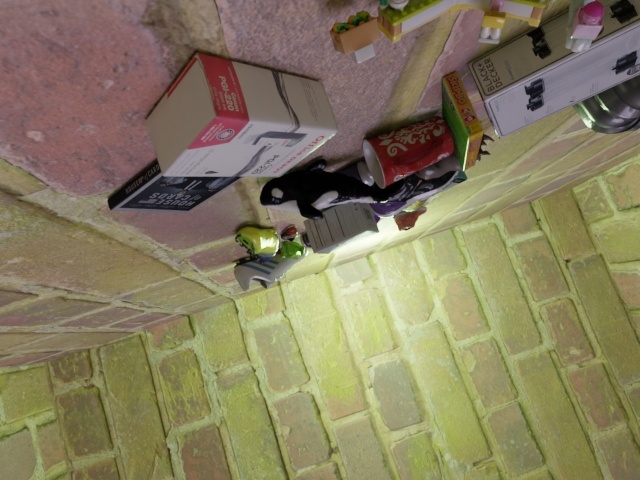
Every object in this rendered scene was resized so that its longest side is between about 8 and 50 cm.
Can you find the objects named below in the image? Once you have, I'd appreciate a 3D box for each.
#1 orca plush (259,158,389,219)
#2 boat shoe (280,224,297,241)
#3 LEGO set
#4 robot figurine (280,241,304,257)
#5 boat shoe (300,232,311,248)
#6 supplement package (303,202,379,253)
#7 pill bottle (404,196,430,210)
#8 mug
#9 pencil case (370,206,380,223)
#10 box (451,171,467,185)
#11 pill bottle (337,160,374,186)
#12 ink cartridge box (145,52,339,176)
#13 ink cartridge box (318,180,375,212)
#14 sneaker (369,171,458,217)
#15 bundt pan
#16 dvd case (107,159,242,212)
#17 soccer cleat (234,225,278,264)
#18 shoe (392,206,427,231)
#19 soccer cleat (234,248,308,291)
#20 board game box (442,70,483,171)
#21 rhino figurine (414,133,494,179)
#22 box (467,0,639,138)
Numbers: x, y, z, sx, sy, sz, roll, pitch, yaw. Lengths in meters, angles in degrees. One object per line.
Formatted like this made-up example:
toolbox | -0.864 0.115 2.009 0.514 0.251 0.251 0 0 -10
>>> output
orca plush | 0.011 -0.125 0.975 0.287 0.151 0.102 8 131 4
boat shoe | -0.108 -0.016 1.536 0.049 0.043 0.137 -17 171 -20
LEGO set | 0.151 -0.277 0.467 0.287 0.132 0.107 2 155 9
robot figurine | -0.113 0.038 1.740 0.101 0.067 0.115 -12 173 18
boat shoe | 0.000 0.000 1.734 0.065 0.075 0.206 -21 166 28
supplement package | 0.060 -0.039 1.272 0.179 0.105 0.105 -23 169 24
pill bottle | 0.288 -0.160 1.323 0.103 0.103 0.184 -18 169 -7
mug | 0.197 -0.183 0.943 0.169 0.150 0.113 -23 145 -4
pencil case | 0.154 -0.067 1.592 0.104 0.104 0.236 -18 171 -5
box | 0.352 -0.179 1.460 0.244 0.060 0.100 -26 167 35
pill bottle | 0.092 -0.156 1.089 0.120 0.067 0.067 -24 169 27
ink cartridge box | -0.106 -0.162 0.627 0.218 0.092 0.158 -11 167 -47
ink cartridge box | 0.091 -0.135 1.259 0.223 0.045 0.224 -24 168 24
sneaker | 0.250 -0.169 1.137 0.283 0.107 0.124 -36 155 2
bundt pan | 0.699 -0.327 0.896 0.330 0.124 0.331 -18 169 -4
dvd case | -0.249 -0.110 0.817 0.238 0.030 0.179 -26 167 31
soccer cleat | -0.191 -0.006 1.392 0.121 0.093 0.289 -48 169 -10
shoe | 0.409 -0.094 1.959 0.178 0.081 0.063 -15 169 -22
soccer cleat | -0.193 0.120 1.816 0.331 0.143 0.116 -15 169 -24
board game box | 0.284 -0.228 0.894 0.039 0.124 0.259 -22 170 10
rhino figurine | 0.320 -0.216 1.074 0.243 0.106 0.073 -16 170 -14
box | 0.422 -0.306 0.758 0.290 0.087 0.169 -25 157 26
